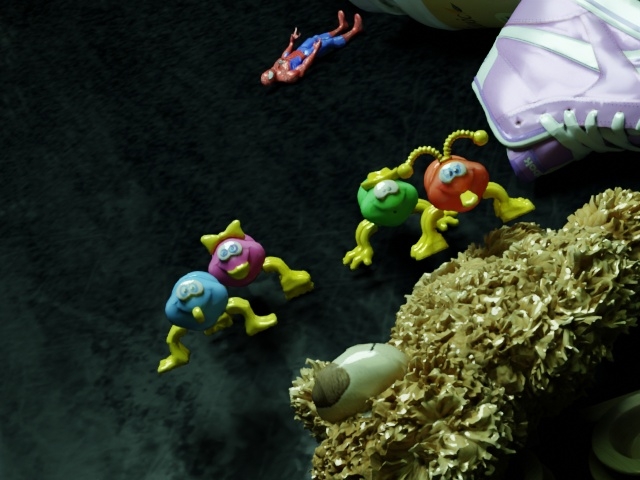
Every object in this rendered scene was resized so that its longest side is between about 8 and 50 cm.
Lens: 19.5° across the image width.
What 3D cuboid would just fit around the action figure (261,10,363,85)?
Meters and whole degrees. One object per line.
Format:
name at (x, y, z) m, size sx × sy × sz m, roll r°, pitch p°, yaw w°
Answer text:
action figure at (-0.012, -0.173, 1.700) m, size 0.038 × 0.030 × 0.115 m, roll 22°, pitch 52°, yaw 42°

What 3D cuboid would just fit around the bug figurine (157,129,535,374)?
bug figurine at (0.000, 0.000, 1.303) m, size 0.279 × 0.072 × 0.216 m, roll -24°, pitch 5°, yaw -5°

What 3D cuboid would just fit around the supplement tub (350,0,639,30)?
supplement tub at (0.176, -0.294, 1.581) m, size 0.316 × 0.228 × 0.228 m, roll 3°, pitch 38°, yaw 34°

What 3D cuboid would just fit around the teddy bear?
teddy bear at (0.091, 0.061, 1.145) m, size 0.338 × 0.113 × 0.245 m, roll -37°, pitch 20°, yaw -32°

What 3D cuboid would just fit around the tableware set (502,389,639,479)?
tableware set at (0.148, 0.131, 1.111) m, size 0.194 × 0.039 × 0.128 m, roll -18°, pitch 31°, yaw 4°

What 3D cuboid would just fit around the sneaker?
sneaker at (0.229, -0.086, 1.377) m, size 0.161 × 0.102 × 0.282 m, roll -52°, pitch 46°, yaw -2°
